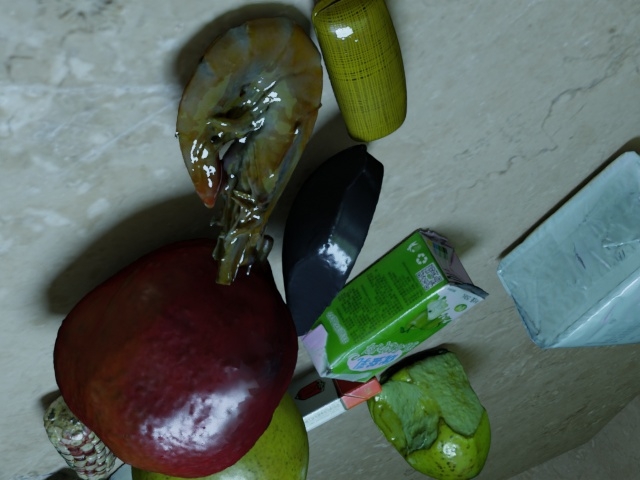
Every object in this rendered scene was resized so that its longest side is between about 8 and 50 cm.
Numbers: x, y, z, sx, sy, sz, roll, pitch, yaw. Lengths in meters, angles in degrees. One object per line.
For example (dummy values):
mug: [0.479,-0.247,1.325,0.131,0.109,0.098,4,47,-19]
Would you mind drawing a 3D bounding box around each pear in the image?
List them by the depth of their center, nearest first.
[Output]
pear: [-0.146,0.330,1.403,0.294,0.294,0.294,-23,152,-13]
pear: [0.219,0.387,1.883,0.164,0.255,0.238,-12,153,-34]

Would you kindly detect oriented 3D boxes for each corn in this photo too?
corn: [-0.345,0.295,1.358,0.086,0.086,0.253,-22,153,-15]

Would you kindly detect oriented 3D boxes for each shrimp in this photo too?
shrimp: [-0.084,-0.080,0.901,0.152,0.063,0.287,0,116,-42]

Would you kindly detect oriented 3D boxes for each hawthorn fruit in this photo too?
hawthorn fruit: [-0.143,0.115,1.070,0.307,0.265,0.265,-53,148,10]

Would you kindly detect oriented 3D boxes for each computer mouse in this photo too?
computer mouse: [-0.005,-0.002,1.115,0.087,0.168,0.295,19,148,-5]

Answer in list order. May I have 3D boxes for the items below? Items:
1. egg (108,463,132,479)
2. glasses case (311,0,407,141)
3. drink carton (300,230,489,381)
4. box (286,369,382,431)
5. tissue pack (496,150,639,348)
egg: [-0.215,0.484,1.689,0.337,0.201,0.337,-22,148,-14]
glasses case: [0.047,-0.176,0.950,0.079,0.064,0.234,-23,154,1]
drink carton: [0.112,0.111,1.457,0.271,0.108,0.161,-39,152,18]
box: [-0.019,0.279,1.607,0.245,0.139,0.035,-28,110,0]
tissue pack: [0.562,0.029,1.644,0.405,0.205,0.332,4,139,-48]
